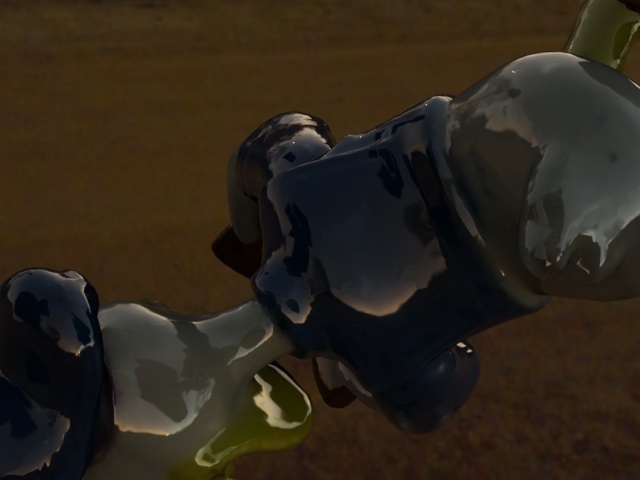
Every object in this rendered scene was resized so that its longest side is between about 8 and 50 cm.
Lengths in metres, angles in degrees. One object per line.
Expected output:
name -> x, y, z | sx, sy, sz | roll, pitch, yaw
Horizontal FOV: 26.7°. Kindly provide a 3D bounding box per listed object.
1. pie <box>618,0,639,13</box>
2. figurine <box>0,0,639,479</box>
pie -> 0.130, -0.130, 0.313 | 0.182, 0.182, 0.049 | -1, 27, -8
figurine -> 0.000, 0.000, 0.521 | 0.338, 0.205, 0.283 | -25, 3, -24
